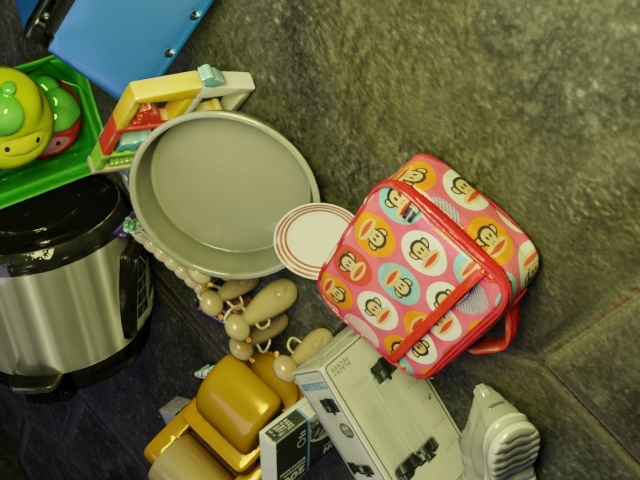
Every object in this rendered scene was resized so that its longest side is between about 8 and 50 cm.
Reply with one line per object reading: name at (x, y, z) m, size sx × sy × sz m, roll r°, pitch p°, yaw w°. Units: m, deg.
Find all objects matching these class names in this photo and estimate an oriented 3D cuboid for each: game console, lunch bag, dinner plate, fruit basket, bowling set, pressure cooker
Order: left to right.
fruit basket at (-0.568, -0.192, 1.450) m, size 0.392 × 0.392 × 0.283 m, roll 17°, pitch 130°, yaw 40°
pressure cooker at (-0.539, 0.105, 1.654) m, size 0.375 × 0.369 × 0.421 m, roll 26°, pitch 132°, yaw 38°
game console at (-0.288, -0.391, 1.156) m, size 0.293 × 0.173 × 0.250 m, roll -49°, pitch 46°, yaw 21°
bowling set at (-0.133, 0.137, 1.406) m, size 0.287 × 0.154 × 0.200 m, roll 53°, pitch 144°, yaw 2°
dinner plate at (0.000, 0.000, 1.210) m, size 0.141 × 0.017 × 0.141 m, roll 1°, pitch 126°, yaw 1°
lunch bag at (0.146, 0.054, 1.070) m, size 0.258 × 0.120 × 0.293 m, roll 42°, pitch 143°, yaw 9°

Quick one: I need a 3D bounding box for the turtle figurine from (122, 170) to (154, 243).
turtle figurine at (-0.270, -0.059, 1.418) m, size 0.234 × 0.175 × 0.118 m, roll 65°, pitch 161°, yaw -1°

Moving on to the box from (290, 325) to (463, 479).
box at (0.102, 0.277, 1.245) m, size 0.087 × 0.169 × 0.290 m, roll -23°, pitch 101°, yaw 53°

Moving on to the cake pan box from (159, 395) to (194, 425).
cake pan box at (-0.250, 0.499, 1.902) m, size 0.245 × 0.070 × 0.267 m, roll -2°, pitch 117°, yaw 46°

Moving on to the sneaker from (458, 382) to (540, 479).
sneaker at (0.257, 0.320, 1.194) m, size 0.115 × 0.105 × 0.281 m, roll -118°, pitch 21°, yaw -44°

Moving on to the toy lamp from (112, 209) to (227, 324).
toy lamp at (-0.265, 0.054, 1.513) m, size 0.274 × 0.080 × 0.080 m, roll 43°, pitch 145°, yaw -12°

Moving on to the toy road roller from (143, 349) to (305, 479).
toy road roller at (-0.170, 0.346, 1.476) m, size 0.202 × 0.329 × 0.241 m, roll 38°, pitch 163°, yaw 21°

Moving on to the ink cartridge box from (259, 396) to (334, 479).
ink cartridge box at (-0.017, 0.347, 1.402) m, size 0.045 × 0.206 × 0.208 m, roll 35°, pitch 141°, yaw 30°

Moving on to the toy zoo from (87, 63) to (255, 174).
toy zoo at (-0.224, -0.185, 1.221) m, size 0.293 × 0.192 × 0.030 m, roll -37°, pitch 70°, yaw 54°

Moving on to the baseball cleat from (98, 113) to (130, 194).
baseball cleat at (-0.331, -0.141, 1.477) m, size 0.206 × 0.072 × 0.109 m, roll 48°, pitch 137°, yaw 3°

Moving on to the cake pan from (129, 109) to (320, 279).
cake pan at (-0.141, -0.072, 1.225) m, size 0.293 × 0.054 × 0.293 m, roll 4°, pitch 124°, yaw 6°

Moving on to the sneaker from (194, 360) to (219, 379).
sneaker at (-0.233, 0.302, 1.747) m, size 0.098 × 0.038 × 0.069 m, roll -23°, pitch 99°, yaw 54°
